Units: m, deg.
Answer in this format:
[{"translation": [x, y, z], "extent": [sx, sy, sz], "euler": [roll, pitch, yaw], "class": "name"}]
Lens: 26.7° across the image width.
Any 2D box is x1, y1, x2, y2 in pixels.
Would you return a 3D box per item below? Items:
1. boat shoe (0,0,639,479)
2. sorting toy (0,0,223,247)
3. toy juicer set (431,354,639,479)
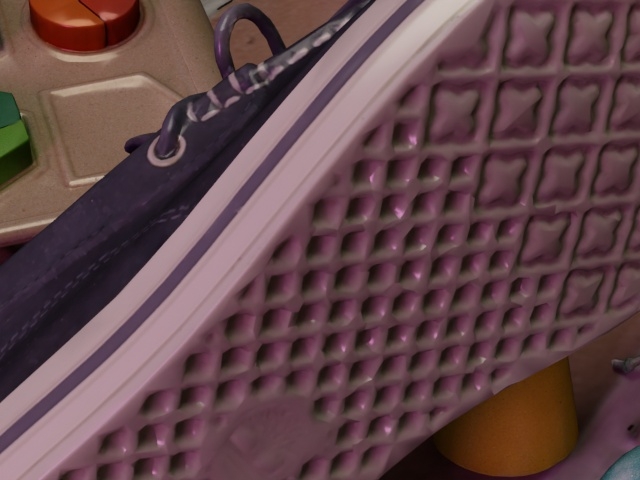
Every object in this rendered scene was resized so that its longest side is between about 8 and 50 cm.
[{"translation": [0.000, 0.000, 0.533], "extent": [0.500, 0.187, 0.156], "euler": [-41, 37, -3], "class": "boat shoe"}, {"translation": [-0.140, -0.053, 0.694], "extent": [0.229, 0.041, 0.307], "euler": [-9, 50, -19], "class": "sorting toy"}, {"translation": [0.195, 0.117, 0.532], "extent": [0.209, 0.090, 0.329], "euler": [-13, 30, -16], "class": "toy juicer set"}]
